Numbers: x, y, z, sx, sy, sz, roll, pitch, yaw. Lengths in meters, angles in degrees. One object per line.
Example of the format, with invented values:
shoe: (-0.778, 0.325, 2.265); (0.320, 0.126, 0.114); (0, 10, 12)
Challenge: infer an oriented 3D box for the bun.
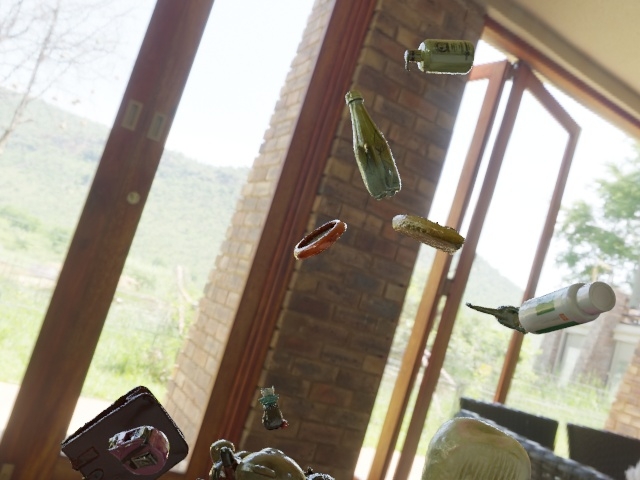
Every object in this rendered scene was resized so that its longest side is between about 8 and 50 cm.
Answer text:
bun: (0.481, 0.730, 1.840); (0.362, 0.360, 0.213); (17, 8, 0)

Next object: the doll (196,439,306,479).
doll: (-0.184, 0.647, 1.578); (0.330, 0.174, 0.235); (-12, -49, 41)

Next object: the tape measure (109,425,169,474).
tape measure: (-0.431, 0.509, 1.402); (0.118, 0.125, 0.074); (60, 14, -25)

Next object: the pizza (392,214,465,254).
pizza: (0.374, -0.036, 2.043); (0.258, 0.087, 0.268); (22, -1, 8)

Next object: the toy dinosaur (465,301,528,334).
toy dinosaur: (0.584, 0.231, 1.784); (0.147, 0.076, 0.363); (18, 2, 42)

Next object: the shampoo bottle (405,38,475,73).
shampoo bottle: (0.284, -0.444, 1.403); (0.162, 0.079, 0.079); (-1, -3, -10)

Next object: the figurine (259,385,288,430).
figurine: (-0.118, 0.414, 1.432); (0.060, 0.105, 0.047); (-4, -21, -25)

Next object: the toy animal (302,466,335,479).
toy animal: (-0.003, 0.823, 1.890); (0.298, 0.122, 0.185); (42, -28, -9)

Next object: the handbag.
handbag: (-0.540, 0.580, 1.633); (0.084, 0.276, 0.259); (16, -43, 62)

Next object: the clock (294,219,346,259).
clock: (0.000, 0.000, 1.977); (0.051, 0.205, 0.205); (56, -16, -11)

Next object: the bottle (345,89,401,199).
bottle: (0.116, -0.231, 1.380); (0.083, 0.269, 0.083); (-17, -10, -3)

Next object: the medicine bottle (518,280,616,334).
medicine bottle: (0.566, 0.157, 1.346); (0.095, 0.095, 0.260); (18, -19, -8)
